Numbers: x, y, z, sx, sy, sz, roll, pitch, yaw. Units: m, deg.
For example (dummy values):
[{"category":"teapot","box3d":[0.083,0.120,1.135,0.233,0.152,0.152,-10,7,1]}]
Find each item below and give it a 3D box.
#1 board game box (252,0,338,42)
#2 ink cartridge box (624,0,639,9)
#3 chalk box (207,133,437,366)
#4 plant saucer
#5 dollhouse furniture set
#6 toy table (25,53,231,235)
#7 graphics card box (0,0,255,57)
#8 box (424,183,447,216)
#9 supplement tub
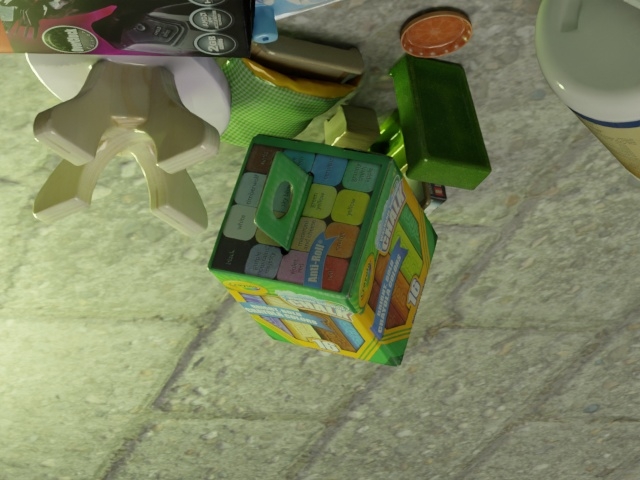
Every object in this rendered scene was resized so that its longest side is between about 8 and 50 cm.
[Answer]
[{"category":"board game box","box3d":[0.012,-0.343,1.857,0.390,0.050,0.390,-15,151,11]},{"category":"ink cartridge box","box3d":[0.324,-0.326,1.733,0.151,0.270,0.395,-55,143,2]},{"category":"chalk box","box3d":[0.000,0.000,2.126,0.179,0.180,0.289,11,161,22]},{"category":"plant saucer","box3d":[0.131,-0.237,2.128,0.083,0.013,0.083,-7,151,-4]},{"category":"dollhouse furniture set","box3d":[0.011,-0.115,2.169,0.301,0.151,0.197,9,147,-30]},{"category":"toy table","box3d":[-0.213,-0.127,2.029,0.274,0.161,0.252,25,143,-34]},{"category":"graphics card box","box3d":[-0.252,-0.271,1.791,0.370,0.094,0.233,1,154,2]},{"category":"box","box3d":[0.048,-0.056,2.412,0.207,0.036,0.114,10,146,-32]},{"category":"supplement tub","box3d":[0.396,-0.185,2.079,0.228,0.228,0.316,-22,150,22]}]
